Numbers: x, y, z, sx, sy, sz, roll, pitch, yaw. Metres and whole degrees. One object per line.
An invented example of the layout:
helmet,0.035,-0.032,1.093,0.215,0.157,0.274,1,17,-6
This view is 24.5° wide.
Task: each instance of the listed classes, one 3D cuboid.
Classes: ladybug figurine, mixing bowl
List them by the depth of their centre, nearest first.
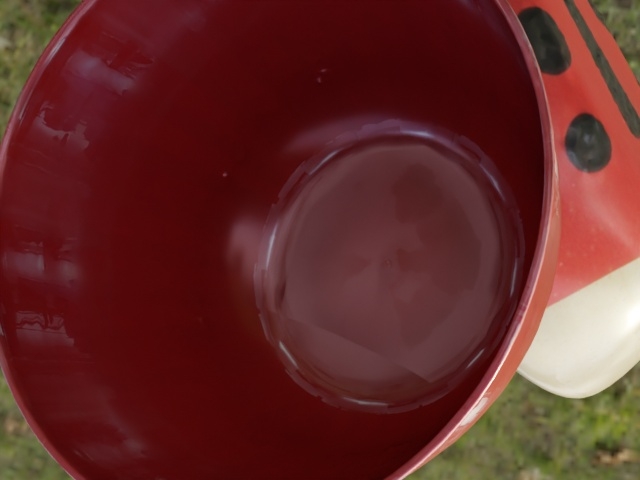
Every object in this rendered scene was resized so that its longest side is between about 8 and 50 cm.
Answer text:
mixing bowl,0.000,0.000,0.442,0.181,0.181,0.098,-4,166,28
ladybug figurine,0.148,-0.097,1.132,0.162,0.305,0.449,-27,98,28
